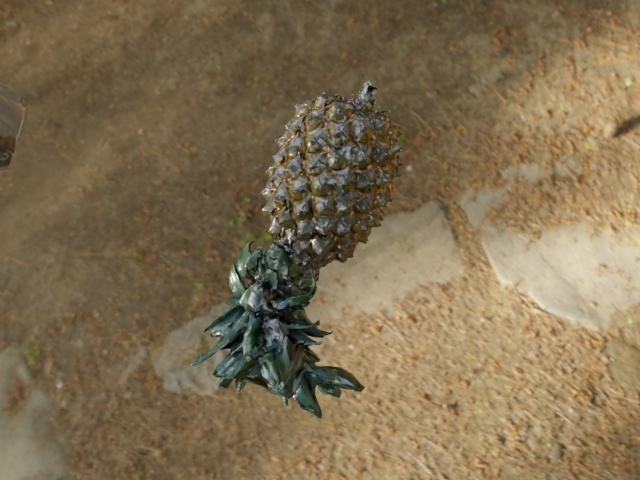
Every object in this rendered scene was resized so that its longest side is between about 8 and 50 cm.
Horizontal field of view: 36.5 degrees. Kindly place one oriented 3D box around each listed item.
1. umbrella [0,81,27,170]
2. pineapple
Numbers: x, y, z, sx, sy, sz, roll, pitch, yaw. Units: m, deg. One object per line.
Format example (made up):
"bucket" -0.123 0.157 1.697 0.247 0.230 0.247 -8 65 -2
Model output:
"umbrella" -0.279 -0.109 0.562 0.067 0.337 0.073 1 81 14
"pineapple" 0.000 0.000 0.628 0.221 0.103 0.083 -70 18 -6
